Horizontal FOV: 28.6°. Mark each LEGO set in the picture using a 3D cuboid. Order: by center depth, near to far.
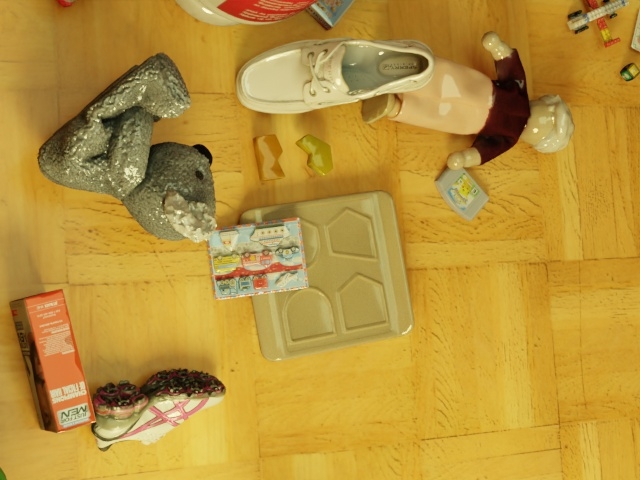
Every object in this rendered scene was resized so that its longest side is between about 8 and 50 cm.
[{"bbox_3d":[0.494,-0.387,2.026,0.183,0.060,0.244,20,76,-19],"label":"LEGO set"}]

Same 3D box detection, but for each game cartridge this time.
[{"bbox_3d":[0.210,-0.072,1.874,0.083,0.017,0.056,47,71,-15],"label":"game cartridge"}]

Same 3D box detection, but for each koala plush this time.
[{"bbox_3d":[-0.217,-0.086,1.579,0.203,0.196,0.221,-42,104,-12],"label":"koala plush"}]

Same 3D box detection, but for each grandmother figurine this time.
[{"bbox_3d":[0.236,-0.204,1.861,0.343,0.104,0.207,13,104,-28],"label":"grandmother figurine"}]

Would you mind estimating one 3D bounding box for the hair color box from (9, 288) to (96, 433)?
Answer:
[{"bbox_3d":[-0.330,0.148,1.541,0.053,0.093,0.167,-15,91,-26],"label":"hair color box"}]

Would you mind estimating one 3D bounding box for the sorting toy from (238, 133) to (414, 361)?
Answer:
[{"bbox_3d":[0.000,0.000,1.754,0.229,0.041,0.307,-9,89,-22],"label":"sorting toy"}]

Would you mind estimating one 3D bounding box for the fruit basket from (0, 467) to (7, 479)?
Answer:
[{"bbox_3d":[-0.356,0.378,1.394,0.392,0.283,0.391,1,84,-11],"label":"fruit basket"}]

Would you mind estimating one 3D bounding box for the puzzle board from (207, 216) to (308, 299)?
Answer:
[{"bbox_3d":[-0.085,0.024,1.692,0.128,0.011,0.096,-8,89,-4],"label":"puzzle board"}]

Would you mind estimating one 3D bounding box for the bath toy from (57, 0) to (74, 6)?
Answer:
[{"bbox_3d":[-0.416,-0.375,1.537,0.348,0.129,0.151,10,48,-29],"label":"bath toy"}]

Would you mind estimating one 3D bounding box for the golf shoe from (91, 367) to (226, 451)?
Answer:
[{"bbox_3d":[-0.209,0.217,1.618,0.186,0.067,0.085,-8,120,-31],"label":"golf shoe"}]

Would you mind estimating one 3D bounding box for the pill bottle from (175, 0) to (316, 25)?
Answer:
[{"bbox_3d":[-0.053,-0.400,1.559,0.229,0.408,0.228,3,83,-26],"label":"pill bottle"}]

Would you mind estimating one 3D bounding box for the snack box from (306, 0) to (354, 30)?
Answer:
[{"bbox_3d":[0.041,-0.388,1.819,0.064,0.022,0.178,43,68,-17],"label":"snack box"}]

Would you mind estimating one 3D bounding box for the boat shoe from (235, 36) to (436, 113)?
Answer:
[{"bbox_3d":[0.019,-0.231,1.700,0.277,0.096,0.098,-9,94,2],"label":"boat shoe"}]
